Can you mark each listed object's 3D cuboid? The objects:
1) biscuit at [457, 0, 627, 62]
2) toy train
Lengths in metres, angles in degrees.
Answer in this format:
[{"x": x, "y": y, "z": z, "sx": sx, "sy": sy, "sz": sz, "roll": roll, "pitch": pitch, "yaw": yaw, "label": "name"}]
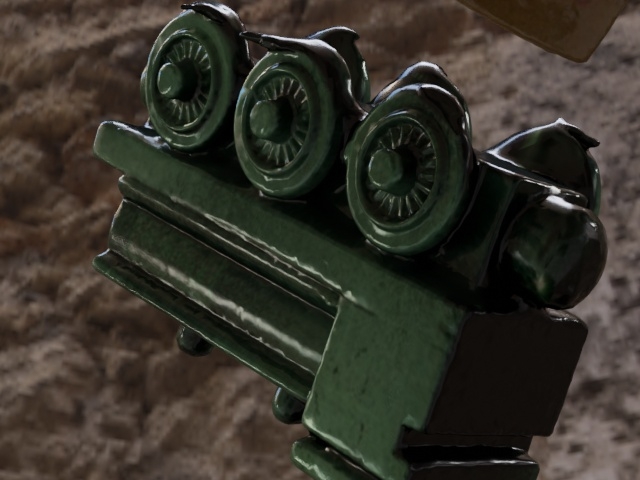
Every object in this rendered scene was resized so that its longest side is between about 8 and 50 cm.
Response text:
[{"x": 0.104, "y": -0.205, "z": 0.815, "sx": 0.212, "sy": 0.041, "sz": 0.239, "roll": -17, "pitch": -78, "yaw": 3, "label": "biscuit"}, {"x": 0.000, "y": 0.000, "z": 0.430, "sx": 0.071, "sy": 0.170, "sz": 0.111, "roll": 10, "pitch": -78, "yaw": -45, "label": "toy train"}]
